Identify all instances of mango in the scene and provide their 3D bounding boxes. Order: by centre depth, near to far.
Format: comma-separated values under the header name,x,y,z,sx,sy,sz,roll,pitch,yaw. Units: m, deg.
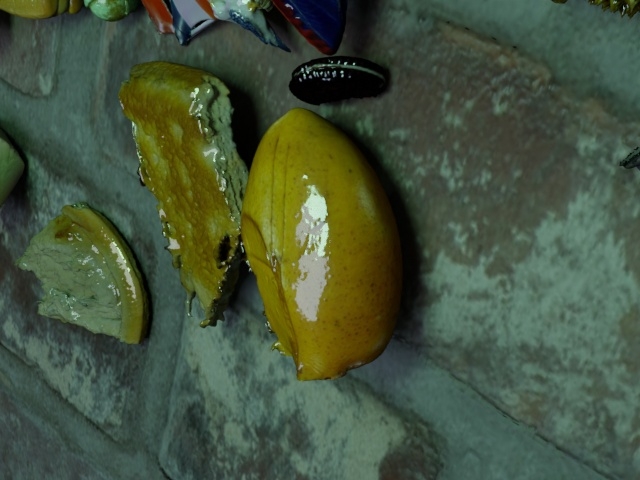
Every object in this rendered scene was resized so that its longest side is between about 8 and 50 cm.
name,x,y,z,sx,sy,sz,roll,pitch,yaw
mango,0.000,0.000,1.047,0.154,0.126,0.252,-5,97,54

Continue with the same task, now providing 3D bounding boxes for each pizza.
name,x,y,z,sx,sy,sz,roll,pitch,yaw
pizza,-0.125,-0.044,1.166,0.189,0.071,0.296,5,109,52
pizza,-0.313,0.041,1.400,0.262,0.034,0.181,-1,107,42

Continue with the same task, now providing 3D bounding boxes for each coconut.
name,x,y,z,sx,sy,sz,roll,pitch,yaw
coconut,-0.437,-0.095,1.404,0.116,0.122,0.116,14,149,9

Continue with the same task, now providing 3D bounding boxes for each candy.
name,x,y,z,sx,sy,sz,roll,pitch,yaw
candy,-0.240,-0.332,1.188,0.061,0.061,0.202,-17,86,44

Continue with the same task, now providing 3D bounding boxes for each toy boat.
name,x,y,z,sx,sy,sz,roll,pitch,yaw
toy boat,-0.092,-0.273,1.032,0.318,0.072,0.219,18,137,47

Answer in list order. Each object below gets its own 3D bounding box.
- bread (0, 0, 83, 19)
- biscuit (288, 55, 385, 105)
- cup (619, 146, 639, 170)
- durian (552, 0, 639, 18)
name,x,y,z,sx,sy,sz,roll,pitch,yaw
bread,-0.322,-0.346,1.224,0.116,0.077,0.200,17,119,42
biscuit,0.015,-0.145,1.023,0.089,0.087,0.027,115,159,-76
cup,0.357,0.000,0.701,0.288,0.203,0.203,52,133,5
durian,0.208,-0.230,0.773,0.158,0.137,0.168,31,113,5
